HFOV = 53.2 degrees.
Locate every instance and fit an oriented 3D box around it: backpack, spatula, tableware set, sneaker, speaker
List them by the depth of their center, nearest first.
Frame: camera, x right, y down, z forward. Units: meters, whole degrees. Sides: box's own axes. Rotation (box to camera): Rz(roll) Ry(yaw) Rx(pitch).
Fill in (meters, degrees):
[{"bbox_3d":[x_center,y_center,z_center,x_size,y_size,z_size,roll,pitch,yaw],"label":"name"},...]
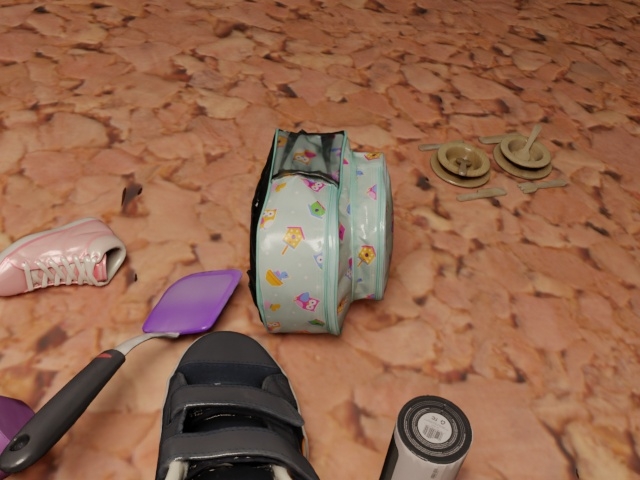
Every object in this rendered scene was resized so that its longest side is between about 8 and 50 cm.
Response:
[{"bbox_3d":[-0.061,0.176,0.472,0.126,0.128,0.321,0,43,-11],"label":"sneaker"},{"bbox_3d":[0.075,0.179,0.489,0.055,0.136,0.055,3,44,-3],"label":"speaker"},{"bbox_3d":[-0.160,0.094,0.542,0.084,0.030,0.296,-5,18,22],"label":"spatula"},{"bbox_3d":[-0.255,0.024,0.634,0.070,0.051,0.134,31,42,26],"label":"sneaker"},{"bbox_3d":[0.000,0.000,0.635,0.144,0.166,0.188,8,45,10],"label":"backpack"},{"bbox_3d":[0.248,-0.120,0.905,0.194,0.039,0.128,-9,48,-22],"label":"tableware set"}]

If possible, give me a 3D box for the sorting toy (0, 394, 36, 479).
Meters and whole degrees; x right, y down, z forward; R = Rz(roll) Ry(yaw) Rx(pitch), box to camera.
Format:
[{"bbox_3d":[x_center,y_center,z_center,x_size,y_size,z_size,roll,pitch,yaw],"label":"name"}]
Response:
[{"bbox_3d":[-0.205,0.264,0.389,0.126,0.127,0.365,-36,53,-4],"label":"sorting toy"}]
